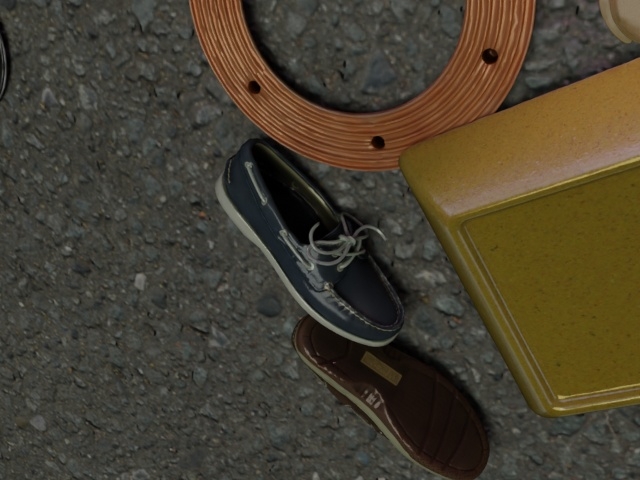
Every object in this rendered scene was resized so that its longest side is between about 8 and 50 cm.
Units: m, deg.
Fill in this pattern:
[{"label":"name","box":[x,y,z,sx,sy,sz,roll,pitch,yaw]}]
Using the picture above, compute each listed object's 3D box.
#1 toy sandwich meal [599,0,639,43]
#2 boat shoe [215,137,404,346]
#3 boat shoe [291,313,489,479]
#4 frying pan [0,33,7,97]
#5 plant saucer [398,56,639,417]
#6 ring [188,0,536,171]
[{"label":"toy sandwich meal","box":[0.268,-0.192,0.658,0.086,0.029,0.085,9,116,19]},{"label":"boat shoe","box":[0.000,0.000,0.857,0.254,0.095,0.079,50,138,6]},{"label":"boat shoe","box":[0.076,0.168,0.926,0.257,0.095,0.095,44,160,-4]},{"label":"frying pan","box":[-0.407,-0.249,0.951,0.326,0.053,0.197,-13,111,34]},{"label":"plant saucer","box":[0.268,0.026,0.725,0.333,0.081,0.332,-19,113,33]},{"label":"ring","box":[0.028,-0.223,0.757,0.337,0.032,0.336,11,121,20]}]
